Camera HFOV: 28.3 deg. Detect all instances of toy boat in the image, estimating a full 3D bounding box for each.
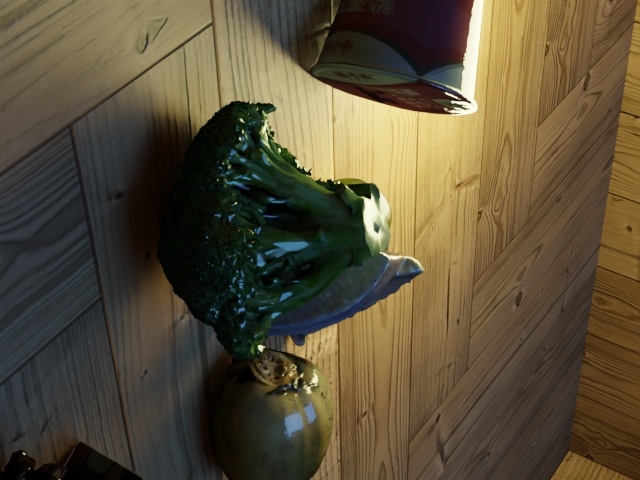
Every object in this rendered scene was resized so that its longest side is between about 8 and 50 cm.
[{"bbox_3d":[0.015,0.072,1.808,0.293,0.276,0.111,8,61,-66],"label":"toy boat"}]

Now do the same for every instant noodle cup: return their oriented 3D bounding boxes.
[{"bbox_3d":[0.116,-0.283,1.721,0.235,0.235,0.178,20,82,-64],"label":"instant noodle cup"}]

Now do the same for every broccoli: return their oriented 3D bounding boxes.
[{"bbox_3d":[-0.065,-0.020,1.529,0.308,0.275,0.307,-7,90,-69],"label":"broccoli"}]

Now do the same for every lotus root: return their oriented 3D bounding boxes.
[{"bbox_3d":[-0.069,0.293,1.873,0.183,0.183,0.310,-45,152,-39],"label":"lotus root"}]

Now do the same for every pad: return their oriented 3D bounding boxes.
[{"bbox_3d":[-0.304,0.361,1.492,0.003,0.158,0.235,37,76,-38],"label":"pad"}]

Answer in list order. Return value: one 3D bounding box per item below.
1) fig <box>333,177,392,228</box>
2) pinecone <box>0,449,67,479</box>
[{"bbox_3d":[0.000,0.000,1.842,0.236,0.124,0.124,-35,141,-26],"label":"fig"},{"bbox_3d":[-0.319,0.326,1.370,0.184,0.205,0.179,27,79,-77],"label":"pinecone"}]
